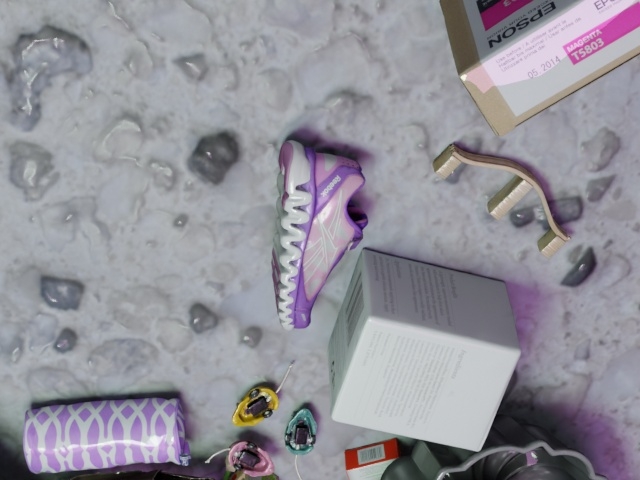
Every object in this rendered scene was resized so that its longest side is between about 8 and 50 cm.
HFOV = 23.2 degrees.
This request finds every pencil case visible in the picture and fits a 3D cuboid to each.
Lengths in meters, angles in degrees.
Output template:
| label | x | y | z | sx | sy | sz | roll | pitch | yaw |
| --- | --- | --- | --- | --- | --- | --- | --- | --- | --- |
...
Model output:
| label | x | y | z | sx | sy | sz | roll | pitch | yaw |
| --- | --- | --- | --- | --- | --- | --- | --- | --- | --- |
| pencil case | -0.260 | 0.240 | 1.901 | 0.206 | 0.086 | 0.088 | -2 | 145 | 1 |

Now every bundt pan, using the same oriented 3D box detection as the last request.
| label | x | y | z | sx | sy | sz | roll | pitch | yaw |
| --- | --- | --- | --- | --- | --- | --- | --- | --- | --- |
| bundt pan | 0.191 | 0.351 | 1.925 | 0.331 | 0.124 | 0.331 | -10 | 122 | -17 |

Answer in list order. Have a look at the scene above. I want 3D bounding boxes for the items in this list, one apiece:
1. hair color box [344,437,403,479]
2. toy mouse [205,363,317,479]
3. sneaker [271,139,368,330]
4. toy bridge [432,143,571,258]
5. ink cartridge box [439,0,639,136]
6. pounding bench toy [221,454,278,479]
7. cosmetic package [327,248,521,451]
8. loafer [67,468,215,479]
| label | x | y | z | sx | sy | sz | roll | pitch | yaw |
| --- | --- | --- | --- | --- | --- | --- | --- | --- | --- |
| hair color box | 0.083 | 0.324 | 1.983 | 0.072 | 0.043 | 0.141 | -15 | 120 | 6 |
| toy mouse | -0.060 | 0.246 | 1.926 | 0.161 | 0.031 | 0.143 | -38 | 112 | 0 |
| sneaker | 0.000 | 0.000 | 1.762 | 0.104 | 0.095 | 0.236 | 0 | 120 | -11 |
| toy bridge | 0.217 | -0.052 | 1.771 | 0.188 | 0.026 | 0.063 | 35 | 113 | -21 |
| ink cartridge box | 0.245 | -0.234 | 1.566 | 0.234 | 0.193 | 0.088 | -30 | 118 | 15 |
| pounding bench toy | -0.105 | 0.312 | 1.964 | 0.083 | 0.052 | 0.065 | 38 | 113 | -22 |
| cosmetic package | 0.116 | 0.126 | 1.802 | 0.183 | 0.151 | 0.151 | 14 | 120 | -9 |
| loafer | -0.216 | 0.306 | 1.883 | 0.220 | 0.080 | 0.078 | 0 | 140 | -17 |
